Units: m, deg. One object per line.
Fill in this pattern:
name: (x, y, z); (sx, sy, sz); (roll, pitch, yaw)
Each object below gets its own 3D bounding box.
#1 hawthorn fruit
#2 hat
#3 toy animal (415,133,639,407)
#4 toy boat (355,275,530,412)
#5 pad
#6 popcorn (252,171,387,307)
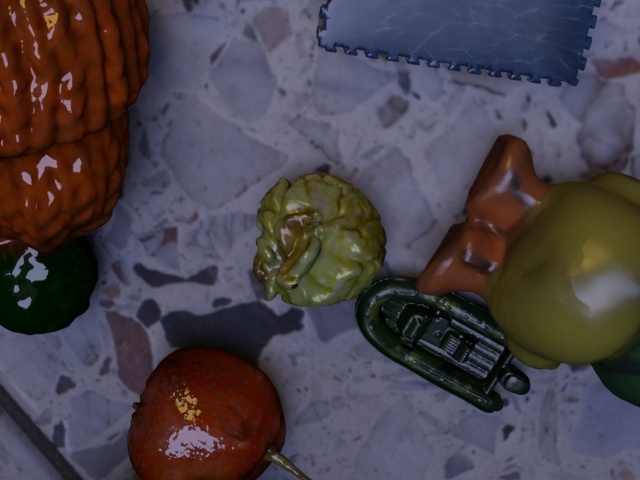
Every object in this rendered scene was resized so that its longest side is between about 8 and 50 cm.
hawthorn fruit: (-0.068, 0.224, 1.037); (0.285, 0.165, 0.165); (22, 106, 10)
hat: (-0.290, -0.079, 0.935); (0.285, 0.285, 0.400); (-6, 108, 7)
toy animal: (0.282, 0.049, 0.943); (0.338, 0.191, 0.216); (27, 100, -1)
toy boat: (0.134, 0.108, 1.048); (0.210, 0.052, 0.104); (29, 108, -4)
pad: (0.144, -0.288, 0.889); (0.269, 0.012, 0.269); (6, 108, -5)
popcorn: (0.000, 0.000, 0.986); (0.135, 0.162, 0.141); (6, 80, 7)
